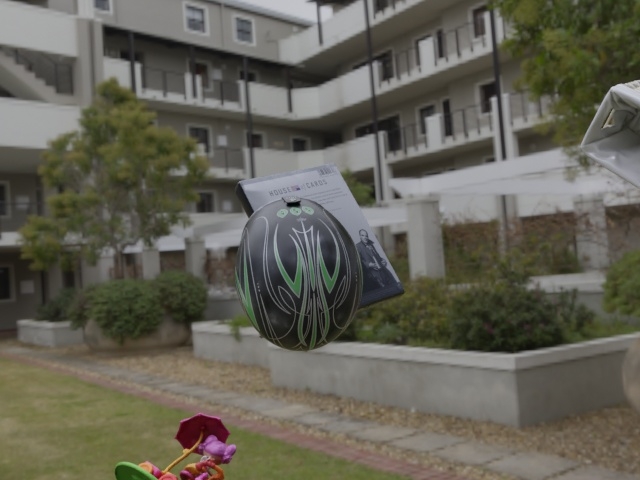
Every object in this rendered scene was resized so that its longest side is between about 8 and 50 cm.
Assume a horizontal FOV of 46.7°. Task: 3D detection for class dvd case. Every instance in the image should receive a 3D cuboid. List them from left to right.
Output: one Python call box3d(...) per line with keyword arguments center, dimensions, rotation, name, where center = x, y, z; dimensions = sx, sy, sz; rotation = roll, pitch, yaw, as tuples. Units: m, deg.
box3d(center=(0.000, 0.000, 1.095), dimensions=(0.179, 0.238, 0.029), rotation=(-15, -23, -34), name="dvd case")

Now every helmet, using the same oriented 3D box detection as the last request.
box3d(center=(-0.026, 0.046, 0.896), dimensions=(0.170, 0.161, 0.169), rotation=(-9, -46, -9), name="helmet")

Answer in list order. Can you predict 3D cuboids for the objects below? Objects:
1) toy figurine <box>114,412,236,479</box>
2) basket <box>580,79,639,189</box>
box3d(center=(-0.189, 0.331, 1.106), dimensions=(0.173, 0.130, 0.159), rotation=(12, 40, 33), name="toy figurine")
box3d(center=(0.473, -0.141, 1.030), dimensions=(0.167, 0.113, 0.103), rotation=(39, 46, 26), name="basket")
